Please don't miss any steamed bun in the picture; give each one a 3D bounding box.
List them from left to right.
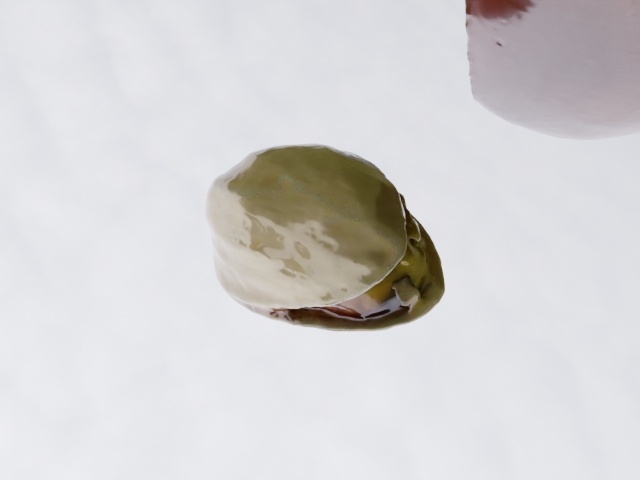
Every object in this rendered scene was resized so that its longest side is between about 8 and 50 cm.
[{"bbox_3d":[0.249,-0.237,0.900,0.248,0.379,0.235,6,-111,13],"label":"steamed bun"}]

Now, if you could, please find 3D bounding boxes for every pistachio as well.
[{"bbox_3d":[0.000,0.000,0.960,0.157,0.157,0.229,-6,-162,-44],"label":"pistachio"}]
